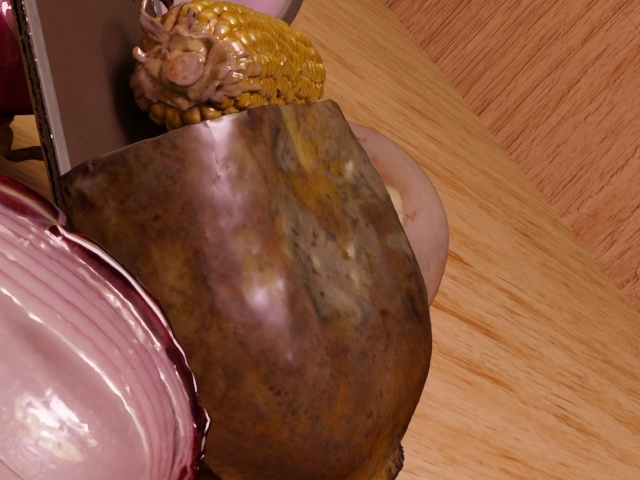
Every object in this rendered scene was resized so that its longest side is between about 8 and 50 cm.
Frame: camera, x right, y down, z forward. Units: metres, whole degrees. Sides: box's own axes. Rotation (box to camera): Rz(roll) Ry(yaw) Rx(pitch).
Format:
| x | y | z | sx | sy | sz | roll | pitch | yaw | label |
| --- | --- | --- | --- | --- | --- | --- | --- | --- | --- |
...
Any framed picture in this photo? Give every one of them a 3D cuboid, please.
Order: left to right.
| x | y | z | sx | sy | sz | roll | pitch | yaw | label |
| --- | --- | --- | --- | --- | --- | --- | --- | --- | --- |
| -0.129 | -0.038 | 0.856 | 0.231 | 0.018 | 0.293 | -32 | 113 | -73 | framed picture |

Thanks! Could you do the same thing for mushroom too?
| x | y | z | sx | sy | sz | roll | pitch | yaw | label |
| --- | --- | --- | --- | --- | --- | --- | --- | --- | --- |
| 0.000 | 0.000 | 1.090 | 0.226 | 0.178 | 0.226 | 6 | 43 | -6 | mushroom |

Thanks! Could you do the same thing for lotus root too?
| x | y | z | sx | sy | sz | roll | pitch | yaw | label |
| --- | --- | --- | --- | --- | --- | --- | --- | --- | --- |
| -0.014 | 0.050 | 0.829 | 0.260 | 0.149 | 0.267 | 69 | 19 | 3 | lotus root |

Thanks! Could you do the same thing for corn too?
| x | y | z | sx | sy | sz | roll | pitch | yaw | label |
| --- | --- | --- | --- | --- | --- | --- | --- | --- | --- |
| -0.062 | -0.124 | 0.943 | 0.106 | 0.106 | 0.293 | 45 | 11 | 5 | corn |

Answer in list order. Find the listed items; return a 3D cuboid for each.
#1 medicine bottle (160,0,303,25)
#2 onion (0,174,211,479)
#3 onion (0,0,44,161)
| x | y | z | sx | sy | sz | roll | pitch | yaw | label |
| --- | --- | --- | --- | --- | --- | --- | --- | --- | --- |
| -0.130 | -0.310 | 1.402 | 0.241 | 0.241 | 0.302 | 44 | 7 | -1 | medicine bottle |
| -0.185 | 0.053 | 0.561 | 0.284 | 0.120 | 0.227 | 54 | 28 | -5 | onion |
| -0.234 | -0.147 | 0.903 | 0.177 | 0.154 | 0.177 | 24 | -3 | 1 | onion |
